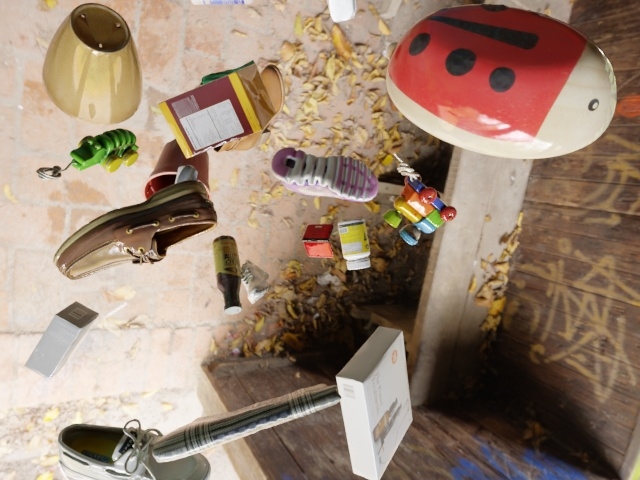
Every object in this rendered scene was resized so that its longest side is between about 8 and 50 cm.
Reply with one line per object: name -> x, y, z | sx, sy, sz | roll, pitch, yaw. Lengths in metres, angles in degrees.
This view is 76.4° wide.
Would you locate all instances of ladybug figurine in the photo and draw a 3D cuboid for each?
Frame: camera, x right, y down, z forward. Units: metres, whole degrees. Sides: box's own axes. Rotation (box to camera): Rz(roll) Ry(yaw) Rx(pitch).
ladybug figurine -> 0.329, -0.325, 0.781 | 0.304, 0.450, 0.161 | -60, 159, -18

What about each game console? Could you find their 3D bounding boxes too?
game console -> 0.000, 0.000, 1.764 | 0.085, 0.144, 0.124 | 44, 57, -43

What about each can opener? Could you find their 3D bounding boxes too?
can opener -> -0.492, -0.127, 1.407 | 0.074, 0.093, 0.279 | 15, 97, 8

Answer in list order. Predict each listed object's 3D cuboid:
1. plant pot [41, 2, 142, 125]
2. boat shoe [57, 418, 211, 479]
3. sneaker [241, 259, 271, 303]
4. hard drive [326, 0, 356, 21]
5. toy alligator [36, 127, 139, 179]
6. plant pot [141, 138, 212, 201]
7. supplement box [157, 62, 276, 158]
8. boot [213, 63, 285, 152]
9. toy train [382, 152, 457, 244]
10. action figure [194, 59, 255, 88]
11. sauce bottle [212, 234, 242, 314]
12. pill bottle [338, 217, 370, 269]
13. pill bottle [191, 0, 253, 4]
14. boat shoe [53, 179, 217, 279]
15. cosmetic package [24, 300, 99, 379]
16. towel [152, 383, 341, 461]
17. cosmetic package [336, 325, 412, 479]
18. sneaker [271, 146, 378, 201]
plant pot -> -0.543, -0.440, 0.988 | 0.238, 0.254, 0.236 | 6, 78, -30
boat shoe -> -0.440, 0.494, 0.957 | 0.368, 0.135, 0.156 | 11, 122, 6
sneaker -> -0.286, 0.167, 1.682 | 0.111, 0.297, 0.129 | -45, 106, -1
hard drive -> 0.004, -0.502, 0.608 | 0.041, 0.307, 0.203 | -10, 143, 2
toy alligator -> -0.322, -0.133, 0.592 | 0.056, 0.189, 0.051 | 37, 117, -3
plant pot -> -0.593, -0.278, 1.739 | 0.273, 0.264, 0.272 | -3, 141, -3
supplement box -> -0.231, -0.308, 0.954 | 0.194, 0.191, 0.129 | -16, 116, 13
boot -> -0.235, -0.409, 1.279 | 0.220, 0.109, 0.283 | -29, 155, -48
toy train -> 0.205, -0.094, 0.992 | 0.248, 0.105, 0.143 | 32, 110, -32
action figure -> -0.329, -0.551, 1.435 | 0.233, 0.063, 0.137 | -17, 84, -19
sauce bottle -> -0.143, 0.052, 0.634 | 0.042, 0.128, 0.042 | -13, 150, -8
pill bottle -> 0.148, 0.015, 1.737 | 0.119, 0.119, 0.208 | -10, 91, -29
pill bottle -> -0.307, -0.887, 1.380 | 0.273, 0.152, 0.152 | -3, 105, -5
boat shoe -> -0.199, -0.003, 0.450 | 0.178, 0.064, 0.060 | -29, 74, -14
cosmetic package -> -0.885, 0.341, 1.395 | 0.107, 0.127, 0.237 | 32, 103, -8
towel -> -0.117, 0.332, 0.790 | 0.313, 0.324, 0.056 | -16, 71, -7
cosmetic package -> 0.186, 0.513, 1.304 | 0.284, 0.098, 0.376 | -35, 121, -51
sneaker -> 0.010, -0.134, 0.907 | 0.237, 0.104, 0.095 | 14, 70, 3
